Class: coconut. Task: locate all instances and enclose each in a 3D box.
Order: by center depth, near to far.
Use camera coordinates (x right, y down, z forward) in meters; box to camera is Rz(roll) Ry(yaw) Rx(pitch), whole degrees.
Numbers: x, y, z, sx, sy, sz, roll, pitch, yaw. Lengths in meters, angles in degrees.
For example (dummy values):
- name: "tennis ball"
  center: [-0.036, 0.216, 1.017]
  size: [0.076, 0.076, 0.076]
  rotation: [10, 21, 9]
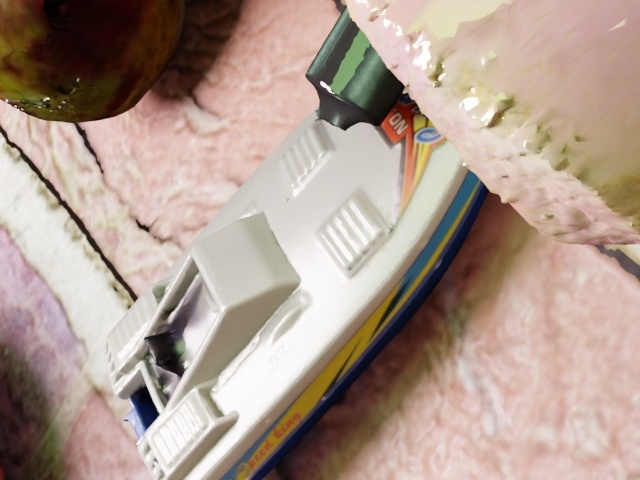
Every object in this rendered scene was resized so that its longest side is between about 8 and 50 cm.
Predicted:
- name: "coconut"
  center: [0.154, -0.126, 0.606]
  size: [0.245, 0.233, 0.233]
  rotation: [-41, 48, 23]

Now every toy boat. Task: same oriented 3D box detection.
- name: "toy boat"
  center: [0.000, 0.000, 0.829]
  size: [0.295, 0.088, 0.129]
  rotation: [-49, 44, 19]

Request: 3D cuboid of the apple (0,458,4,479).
- name: "apple"
  center: [-0.384, 0.176, 1.014]
  size: [0.364, 0.364, 0.363]
  rotation: [-21, 61, 43]

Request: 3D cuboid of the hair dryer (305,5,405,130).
- name: "hair dryer"
  center: [0.059, -0.202, 0.800]
  size: [0.302, 0.116, 0.244]
  rotation: [-56, 39, 4]

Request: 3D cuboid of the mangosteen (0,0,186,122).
- name: "mangosteen"
  center: [-0.222, -0.282, 1.009]
  size: [0.381, 0.421, 0.381]
  rotation: [-62, 0, 0]
